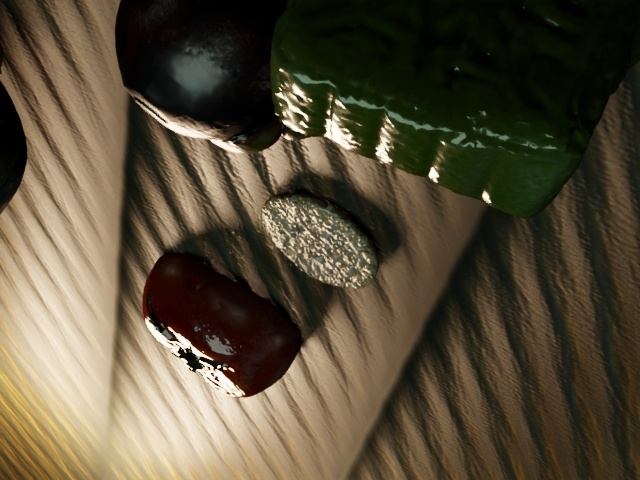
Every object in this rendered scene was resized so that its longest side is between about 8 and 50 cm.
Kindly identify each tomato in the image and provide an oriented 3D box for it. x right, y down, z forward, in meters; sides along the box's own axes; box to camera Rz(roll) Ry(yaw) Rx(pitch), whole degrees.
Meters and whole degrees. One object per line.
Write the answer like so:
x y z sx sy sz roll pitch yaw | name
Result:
-0.138 0.126 1.921 0.228 0.101 0.228 27 155 14 | tomato

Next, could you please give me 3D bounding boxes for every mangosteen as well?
-0.072 -0.171 1.272 0.210 0.210 0.210 26 152 15 | mangosteen

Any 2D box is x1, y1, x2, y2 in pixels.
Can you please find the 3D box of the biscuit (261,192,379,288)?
0.000 0.000 1.652 0.152 0.020 0.152 26 150 16 | biscuit

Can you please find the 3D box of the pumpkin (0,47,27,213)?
-0.457 -0.144 1.696 0.315 0.238 0.315 44 162 18 | pumpkin

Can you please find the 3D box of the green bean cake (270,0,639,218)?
0.105 -0.152 1.083 0.248 0.222 0.125 25 159 5 | green bean cake
